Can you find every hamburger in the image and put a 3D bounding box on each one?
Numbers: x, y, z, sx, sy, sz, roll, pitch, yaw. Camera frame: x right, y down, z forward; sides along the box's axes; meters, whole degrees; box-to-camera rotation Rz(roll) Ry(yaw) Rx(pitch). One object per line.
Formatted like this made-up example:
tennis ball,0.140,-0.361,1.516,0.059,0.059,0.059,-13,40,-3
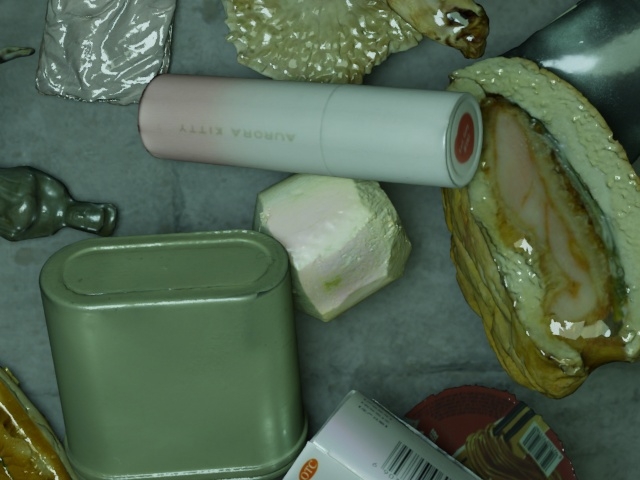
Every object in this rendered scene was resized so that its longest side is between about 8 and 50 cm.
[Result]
hamburger,0.213,0.001,1.316,0.162,0.209,0.330,-19,63,-6

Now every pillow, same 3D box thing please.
pillow,0.318,-0.186,1.353,0.250,0.106,0.186,-41,103,6
pillow,-0.204,-0.258,1.355,0.135,0.049,0.248,9,98,-7

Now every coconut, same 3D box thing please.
coconut,0.000,0.000,1.341,0.153,0.147,0.147,-29,96,-4

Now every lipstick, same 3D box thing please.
lipstick,-0.015,-0.105,1.280,0.327,0.087,0.087,7,96,29

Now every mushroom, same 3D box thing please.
mushroom,0.040,-0.268,1.256,0.233,0.302,0.208,48,59,-18

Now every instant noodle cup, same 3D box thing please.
instant noodle cup,0.174,0.279,1.365,0.091,0.274,0.274,8,97,-45

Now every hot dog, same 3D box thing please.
hot dog,-0.309,0.231,1.389,0.109,0.072,0.269,-35,94,3

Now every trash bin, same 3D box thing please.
trash bin,-0.138,0.115,1.304,0.243,0.121,0.247,-4,130,-1

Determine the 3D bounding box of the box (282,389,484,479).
box,0.000,0.330,1.317,0.173,0.145,0.333,36,112,8

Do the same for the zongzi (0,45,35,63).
zongzi,-0.576,-0.124,1.214,0.467,0.218,0.500,39,116,-6

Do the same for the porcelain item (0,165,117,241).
porcelain item,-0.312,-0.038,1.369,0.216,0.069,0.081,15,90,-8
